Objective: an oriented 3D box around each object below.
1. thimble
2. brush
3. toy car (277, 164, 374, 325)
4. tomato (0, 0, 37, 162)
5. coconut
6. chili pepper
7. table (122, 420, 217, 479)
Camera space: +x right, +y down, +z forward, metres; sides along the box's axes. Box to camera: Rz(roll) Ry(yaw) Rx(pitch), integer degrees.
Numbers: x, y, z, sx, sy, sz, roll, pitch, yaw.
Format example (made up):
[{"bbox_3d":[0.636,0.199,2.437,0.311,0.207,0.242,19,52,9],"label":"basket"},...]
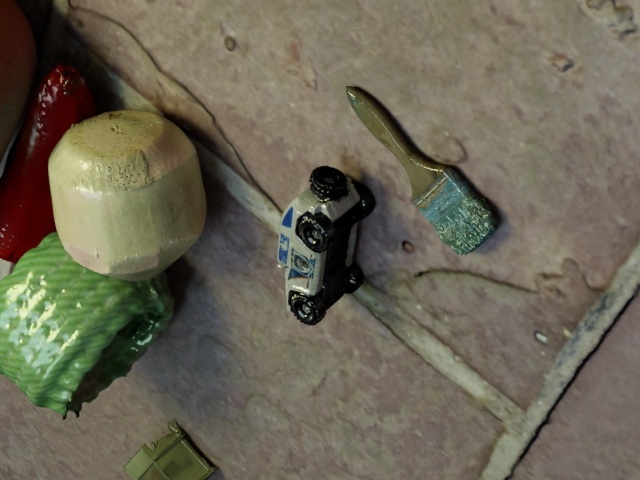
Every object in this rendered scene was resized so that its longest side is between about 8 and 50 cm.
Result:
[{"bbox_3d":[-0.271,0.083,1.912,0.150,0.219,0.219,42,140,9],"label":"thimble"},{"bbox_3d":[0.088,-0.071,1.590,0.196,0.021,0.070,48,139,4],"label":"brush"},{"bbox_3d":[0.000,0.000,1.682,0.070,0.080,0.171,30,137,24],"label":"toy car"},{"bbox_3d":[-0.458,-0.142,1.804,0.272,0.341,0.341,29,136,18],"label":"tomato"},{"bbox_3d":[-0.205,-0.040,1.788,0.170,0.171,0.183,21,130,32],"label":"coconut"},{"bbox_3d":[-0.315,-0.068,1.913,0.110,0.110,0.387,42,139,11],"label":"chili pepper"},{"bbox_3d":[-0.187,0.282,2.094,0.083,0.062,0.079,47,141,5],"label":"table"}]
